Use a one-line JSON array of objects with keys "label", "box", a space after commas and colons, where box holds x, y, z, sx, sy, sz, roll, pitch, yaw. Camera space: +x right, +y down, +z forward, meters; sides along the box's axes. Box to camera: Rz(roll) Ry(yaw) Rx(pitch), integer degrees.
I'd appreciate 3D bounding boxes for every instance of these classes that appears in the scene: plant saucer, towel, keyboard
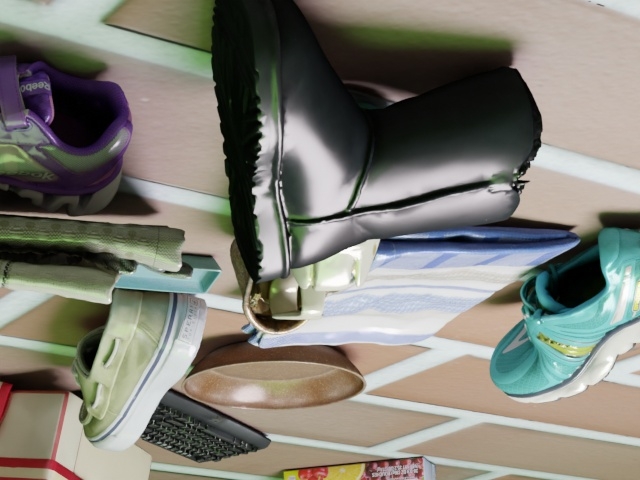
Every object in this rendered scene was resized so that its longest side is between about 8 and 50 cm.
[{"label": "plant saucer", "box": [-0.187, 0.024, 1.478, 0.192, 0.018, 0.067, 6, 159, -16]}, {"label": "towel", "box": [0.075, 0.046, 1.498, 0.209, 0.034, 0.285, 0, 161, -26]}, {"label": "plant saucer", "box": [-0.050, 0.142, 1.780, 0.198, 0.036, 0.198, 0, 160, 0]}, {"label": "keyboard", "box": [-0.210, 0.232, 2.027, 0.201, 0.033, 0.317, -9, 158, 22]}, {"label": "towel", "box": [-0.257, 0.005, 1.215, 0.324, 0.056, 0.312, 3, 180, -7]}]

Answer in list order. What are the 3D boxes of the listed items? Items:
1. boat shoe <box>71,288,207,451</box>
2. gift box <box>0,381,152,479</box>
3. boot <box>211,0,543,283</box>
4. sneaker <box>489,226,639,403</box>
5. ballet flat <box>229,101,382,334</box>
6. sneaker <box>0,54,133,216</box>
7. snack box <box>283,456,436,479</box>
[{"label": "boat shoe", "box": [-0.197, 0.119, 1.649, 0.094, 0.109, 0.302, 20, 146, -12]}, {"label": "gift box", "box": [-0.375, 0.313, 1.874, 0.276, 0.255, 0.258, -6, 153, 19]}, {"label": "boot", "box": [0.040, -0.087, 1.090, 0.207, 0.094, 0.246, -17, 138, -13]}, {"label": "sneaker", "box": [0.226, 0.059, 1.504, 0.110, 0.107, 0.275, 16, 145, -20]}, {"label": "ballet flat", "box": [0.000, 0.000, 1.293, 0.107, 0.106, 0.316, 3, 159, -11]}, {"label": "sneaker", "box": [-0.226, -0.081, 1.098, 0.236, 0.095, 0.104, 4, 155, -31]}, {"label": "snack box", "box": [0.057, 0.397, 2.281, 0.207, 0.174, 0.070, -8, 160, 19]}]
